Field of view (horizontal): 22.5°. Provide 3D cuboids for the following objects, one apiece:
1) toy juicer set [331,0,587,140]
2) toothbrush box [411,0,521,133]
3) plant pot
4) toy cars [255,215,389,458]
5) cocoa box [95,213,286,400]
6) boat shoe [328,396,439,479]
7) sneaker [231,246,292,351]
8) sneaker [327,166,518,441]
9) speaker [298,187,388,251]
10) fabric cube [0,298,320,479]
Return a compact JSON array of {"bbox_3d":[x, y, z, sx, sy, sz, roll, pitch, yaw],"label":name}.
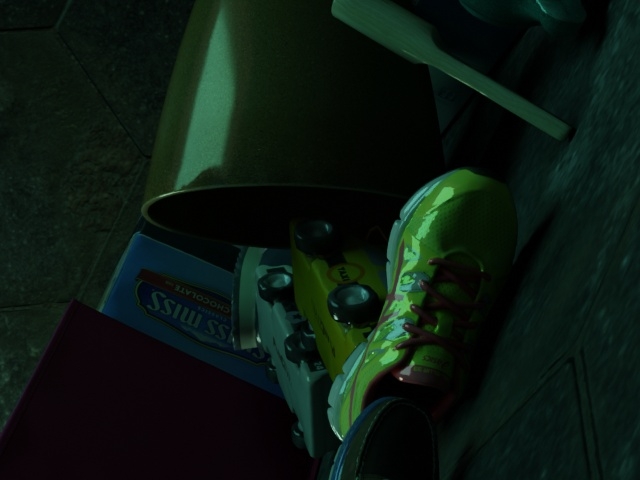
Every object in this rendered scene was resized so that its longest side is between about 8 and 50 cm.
[{"bbox_3d":[0.106,-0.216,1.146,0.329,0.209,0.089,-71,0,-51],"label":"toy juicer set"},{"bbox_3d":[0.113,-0.234,1.552,0.216,0.126,0.295,-69,8,-30],"label":"toothbrush box"},{"bbox_3d":[-0.014,-0.137,1.254,0.237,0.237,0.254,135,138,-73],"label":"plant pot"},{"bbox_3d":[0.020,0.073,1.252,0.394,0.087,0.176,131,128,-75],"label":"toy cars"},{"bbox_3d":[-0.153,0.153,1.747,0.347,0.231,0.228,-59,8,44],"label":"cocoa box"},{"bbox_3d":[0.040,0.165,0.877,0.066,0.066,0.183,134,152,-57],"label":"boat shoe"},{"bbox_3d":[0.000,0.000,1.604,0.319,0.131,0.112,-76,-13,-48],"label":"sneaker"},{"bbox_3d":[0.072,0.056,0.998,0.094,0.081,0.208,-108,37,-71],"label":"sneaker"},{"bbox_3d":[0.001,-0.127,1.415,0.131,0.131,0.296,143,114,-77],"label":"speaker"},{"bbox_3d":[-0.175,0.259,1.391,0.259,0.258,0.254,-60,8,34],"label":"fabric cube"}]
